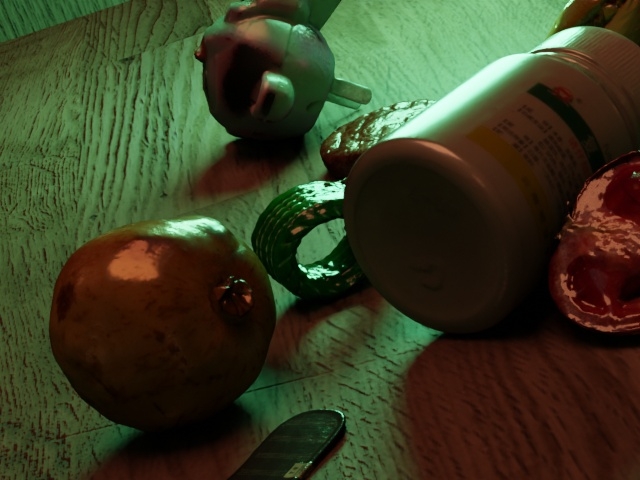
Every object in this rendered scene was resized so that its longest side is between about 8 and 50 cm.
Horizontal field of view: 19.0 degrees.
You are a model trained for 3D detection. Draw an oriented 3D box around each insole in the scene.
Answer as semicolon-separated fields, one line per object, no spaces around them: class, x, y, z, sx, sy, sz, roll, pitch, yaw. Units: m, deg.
insole;-0.067;0.225;1.625;0.110;0.012;0.309;-5;23;36

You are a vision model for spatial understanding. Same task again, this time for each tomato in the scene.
tomato;0.309;0.015;1.753;0.173;0.099;0.189;16;76;35

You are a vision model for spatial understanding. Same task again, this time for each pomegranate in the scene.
pomegranate;-0.146;0.070;1.815;0.215;0.215;0.215;-16;19;6

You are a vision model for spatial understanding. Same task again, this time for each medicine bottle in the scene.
medicine bottle;0.199;-0.072;1.901;0.208;0.208;0.339;1;26;42

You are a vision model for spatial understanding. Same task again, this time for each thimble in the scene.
thimble;0.000;0.000;2.025;0.130;0.118;0.090;-44;27;-5

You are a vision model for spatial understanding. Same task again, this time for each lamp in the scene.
lamp;-0.038;-0.276;2.604;0.247;0.301;0.247;17;-9;-15

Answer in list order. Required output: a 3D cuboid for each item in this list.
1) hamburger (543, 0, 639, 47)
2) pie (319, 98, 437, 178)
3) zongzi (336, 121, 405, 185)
hamburger;0.362;-0.267;2.326;0.108;0.214;0.214;35;42;14
pie;0.087;-0.131;2.405;0.182;0.050;0.182;-18;19;6
zongzi;0.137;-0.063;2.117;0.197;0.099;0.194;4;28;33
